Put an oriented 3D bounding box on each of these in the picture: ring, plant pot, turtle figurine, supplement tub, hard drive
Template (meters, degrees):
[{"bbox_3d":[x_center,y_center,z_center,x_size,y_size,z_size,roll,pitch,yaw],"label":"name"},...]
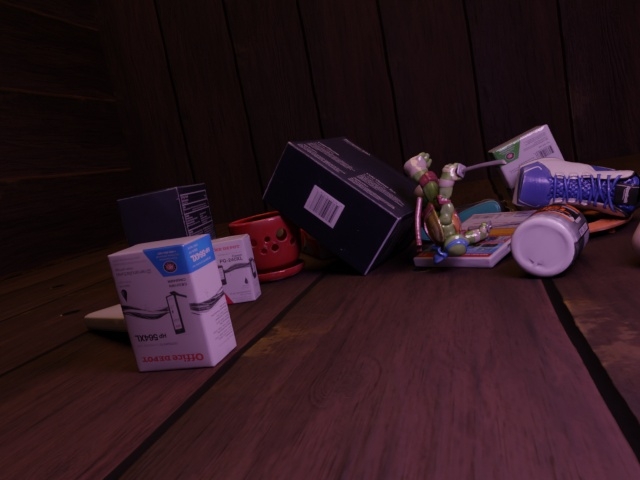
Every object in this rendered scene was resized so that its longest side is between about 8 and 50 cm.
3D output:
[{"bbox_3d":[0.594,-0.035,1.333,0.336,0.032,0.336,-10,8,1],"label":"ring"},{"bbox_3d":[-0.142,0.016,1.436,0.191,0.174,0.191,-10,8,1],"label":"plant pot"},{"bbox_3d":[0.313,-0.094,1.175,0.198,0.275,0.266,18,30,-32],"label":"turtle figurine"},{"bbox_3d":[0.446,-0.007,1.017,0.117,0.117,0.190,-5,10,35],"label":"supplement tub"},{"bbox_3d":[-0.378,0.152,1.173,0.203,0.040,0.307,-17,4,-38],"label":"hard drive"}]

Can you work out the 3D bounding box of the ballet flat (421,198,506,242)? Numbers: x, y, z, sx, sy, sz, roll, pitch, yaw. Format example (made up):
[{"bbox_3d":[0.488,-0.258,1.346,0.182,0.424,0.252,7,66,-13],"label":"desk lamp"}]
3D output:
[{"bbox_3d":[0.385,-0.049,1.503,0.280,0.095,0.096,-11,-6,24],"label":"ballet flat"}]

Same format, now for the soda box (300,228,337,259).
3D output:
[{"bbox_3d":[0.000,0.000,1.694,0.092,0.083,0.263,-13,9,-15],"label":"soda box"}]

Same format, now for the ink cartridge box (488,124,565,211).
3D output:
[{"bbox_3d":[0.564,-0.179,1.405,0.153,0.208,0.087,-27,5,11],"label":"ink cartridge box"}]

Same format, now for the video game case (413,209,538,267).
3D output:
[{"bbox_3d":[0.384,-0.006,1.260,0.285,0.025,0.204,-30,18,-38],"label":"video game case"}]

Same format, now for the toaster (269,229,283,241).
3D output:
[{"bbox_3d":[-0.170,0.005,1.617,0.168,0.110,0.186,-14,-23,-20],"label":"toaster"}]

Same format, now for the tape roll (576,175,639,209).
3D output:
[{"bbox_3d":[0.826,-0.133,1.527,0.189,0.080,0.189,-10,7,1],"label":"tape roll"}]

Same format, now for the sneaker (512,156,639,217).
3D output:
[{"bbox_3d":[0.636,-0.128,1.243,0.315,0.127,0.182,3,9,-5],"label":"sneaker"}]

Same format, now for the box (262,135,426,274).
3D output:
[{"bbox_3d":[0.087,-0.109,1.399,0.343,0.179,0.312,37,28,17],"label":"box"}]

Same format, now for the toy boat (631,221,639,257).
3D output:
[{"bbox_3d":[0.656,-0.025,0.905,0.231,0.151,0.151,-18,41,-39],"label":"toy boat"}]

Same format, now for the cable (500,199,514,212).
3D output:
[{"bbox_3d":[0.469,-0.049,1.616,0.287,0.072,0.139,-23,26,-2],"label":"cable"}]

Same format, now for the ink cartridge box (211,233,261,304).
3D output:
[{"bbox_3d":[-0.211,0.069,1.243,0.109,0.150,0.063,-10,8,9],"label":"ink cartridge box"}]

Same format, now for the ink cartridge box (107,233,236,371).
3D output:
[{"bbox_3d":[-0.239,0.103,0.863,0.148,0.203,0.086,-8,10,18],"label":"ink cartridge box"}]

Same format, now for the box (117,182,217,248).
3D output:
[{"bbox_3d":[-0.425,-0.006,1.550,0.182,0.294,0.296,-10,7,4],"label":"box"}]
